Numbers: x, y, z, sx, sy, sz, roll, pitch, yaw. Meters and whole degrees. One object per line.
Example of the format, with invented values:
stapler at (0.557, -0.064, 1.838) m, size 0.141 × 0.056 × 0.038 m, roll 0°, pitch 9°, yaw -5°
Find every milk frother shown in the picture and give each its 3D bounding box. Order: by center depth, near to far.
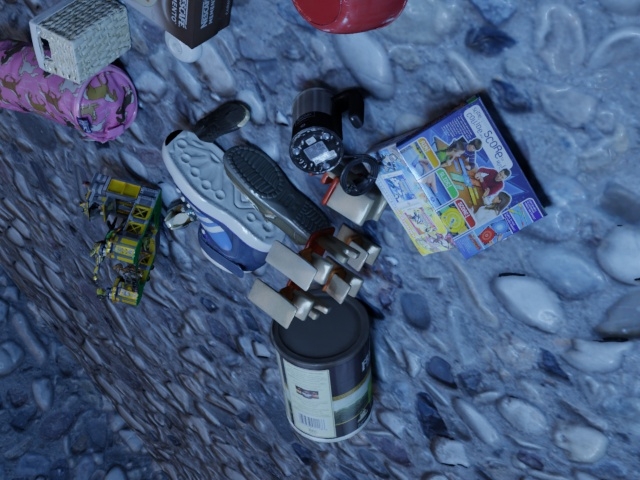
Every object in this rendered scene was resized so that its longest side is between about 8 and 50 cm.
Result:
milk frother at (0.022, -0.156, 1.201) m, size 0.129 × 0.135 × 0.143 m, roll -10°, pitch 127°, yaw 9°

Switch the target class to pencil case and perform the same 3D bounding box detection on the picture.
pencil case at (-0.579, -0.333, 1.646) m, size 0.386 × 0.167 × 0.160 m, roll 22°, pitch 172°, yaw 32°

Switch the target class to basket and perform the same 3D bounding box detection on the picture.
basket at (-0.454, -0.394, 1.441) m, size 0.103 × 0.167 × 0.113 m, roll 27°, pitch 143°, yaw 15°

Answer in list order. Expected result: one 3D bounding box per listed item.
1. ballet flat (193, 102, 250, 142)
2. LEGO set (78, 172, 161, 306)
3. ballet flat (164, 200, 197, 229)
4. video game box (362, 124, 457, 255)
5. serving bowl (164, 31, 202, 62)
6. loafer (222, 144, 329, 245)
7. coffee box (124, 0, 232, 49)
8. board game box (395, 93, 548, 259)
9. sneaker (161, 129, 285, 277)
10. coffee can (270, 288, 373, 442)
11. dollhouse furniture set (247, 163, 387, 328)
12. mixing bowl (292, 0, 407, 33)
ballet flat at (-0.183, -0.225, 1.439) m, size 0.049 × 0.058 × 0.173 m, roll 18°, pitch 165°, yaw -36°
LEGO set at (-0.507, -0.004, 1.814) m, size 0.192 × 0.255 × 0.331 m, roll 15°, pitch 155°, yaw -2°
ballet flat at (-0.327, -0.057, 1.740) m, size 0.070 × 0.070 × 0.188 m, roll 52°, pitch 146°, yaw -9°
video game box at (0.183, -0.079, 1.186) m, size 0.187 × 0.048 × 0.205 m, roll -15°, pitch 113°, yaw 51°
serving bowl at (-0.257, -0.362, 1.381) m, size 0.083 × 0.027 × 0.083 m, roll 28°, pitch 143°, yaw 24°
loafer at (-0.098, -0.076, 1.447) m, size 0.251 × 0.094 × 0.087 m, roll 46°, pitch 142°, yaw 0°
coffee box at (-0.264, -0.451, 1.232) m, size 0.246 × 0.098 × 0.141 m, roll 37°, pitch 145°, yaw 14°
board game box at (0.217, -0.089, 1.080) m, size 0.136 × 0.035 × 0.201 m, roll -30°, pitch 105°, yaw 14°
sneaker at (-0.238, -0.058, 1.582) m, size 0.323 × 0.130 × 0.236 m, roll 44°, pitch 143°, yaw -7°
coffee can at (0.009, 0.267, 1.592) m, size 0.201 × 0.201 × 0.275 m, roll 25°, pitch 141°, yaw 28°
dollhouse furniture set at (0.000, 0.000, 1.307) m, size 0.135 × 0.262 × 0.259 m, roll 34°, pitch 112°, yaw 20°
mixing bowl at (0.021, -0.355, 1.029) m, size 0.181 × 0.098 × 0.181 m, roll 28°, pitch 142°, yaw 25°
